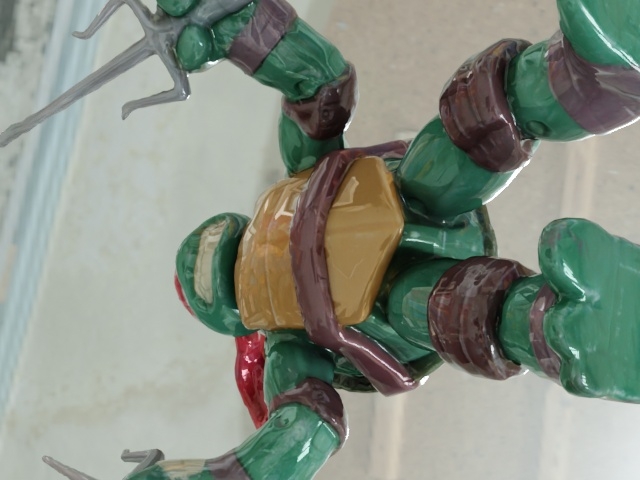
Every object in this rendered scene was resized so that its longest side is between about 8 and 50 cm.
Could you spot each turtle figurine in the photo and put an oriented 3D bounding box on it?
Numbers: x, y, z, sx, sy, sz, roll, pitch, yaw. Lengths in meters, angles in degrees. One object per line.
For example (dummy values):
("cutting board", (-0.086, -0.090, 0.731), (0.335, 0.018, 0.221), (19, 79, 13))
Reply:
("turtle figurine", (0.000, 0.000, 0.416), (0.234, 0.118, 0.175), (-15, -99, 47))
